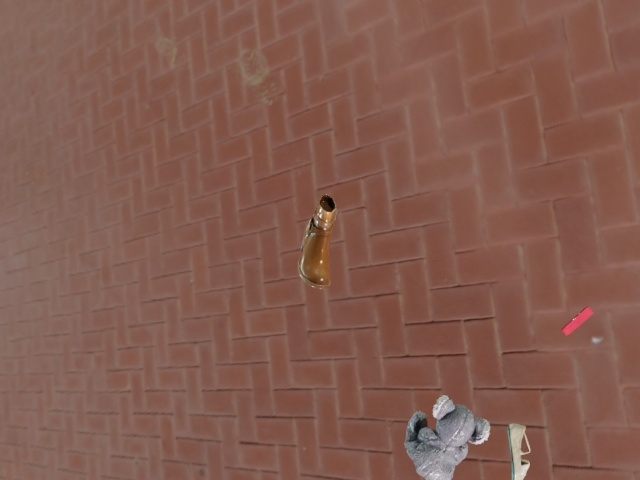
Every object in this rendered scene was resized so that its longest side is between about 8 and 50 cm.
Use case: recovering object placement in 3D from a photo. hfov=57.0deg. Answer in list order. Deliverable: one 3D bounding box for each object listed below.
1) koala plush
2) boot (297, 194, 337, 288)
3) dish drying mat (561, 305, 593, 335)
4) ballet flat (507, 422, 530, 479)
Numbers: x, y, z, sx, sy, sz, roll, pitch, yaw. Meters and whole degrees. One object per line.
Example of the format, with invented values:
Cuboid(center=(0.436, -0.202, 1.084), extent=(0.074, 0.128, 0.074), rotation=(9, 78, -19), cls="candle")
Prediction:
Cuboid(center=(0.366, 0.559, 1.688), extent=(0.196, 0.203, 0.221), rotation=(35, 114, 6), cls="koala plush")
Cuboid(center=(0.000, 0.000, 1.331), extent=(0.197, 0.073, 0.152), rotation=(-108, 33, -51), cls="boot")
Cuboid(center=(0.609, 0.191, 1.399), extent=(0.083, 0.032, 0.008), rotation=(-44, 30, 6), cls="dish drying mat")
Cuboid(center=(0.515, 0.558, 1.520), extent=(0.052, 0.057, 0.168), rotation=(-5, 90, 19), cls="ballet flat")
